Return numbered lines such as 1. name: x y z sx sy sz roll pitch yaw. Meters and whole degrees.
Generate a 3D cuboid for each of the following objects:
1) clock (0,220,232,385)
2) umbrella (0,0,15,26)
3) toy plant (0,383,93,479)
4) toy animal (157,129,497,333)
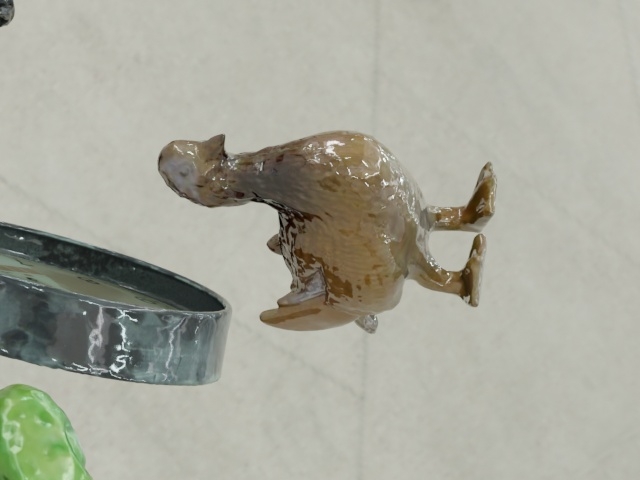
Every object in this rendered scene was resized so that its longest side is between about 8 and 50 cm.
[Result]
1. clock: -0.273 0.051 1.411 0.386 0.076 0.386 16 4 -1
2. umbrella: -0.335 -0.220 1.347 0.110 0.272 0.122 12 1 -3
3. toy plant: -0.175 0.247 0.933 0.184 0.224 0.315 -16 85 -28
4. toy animal: 0.000 0.000 0.778 0.179 0.188 0.089 8 58 -1
